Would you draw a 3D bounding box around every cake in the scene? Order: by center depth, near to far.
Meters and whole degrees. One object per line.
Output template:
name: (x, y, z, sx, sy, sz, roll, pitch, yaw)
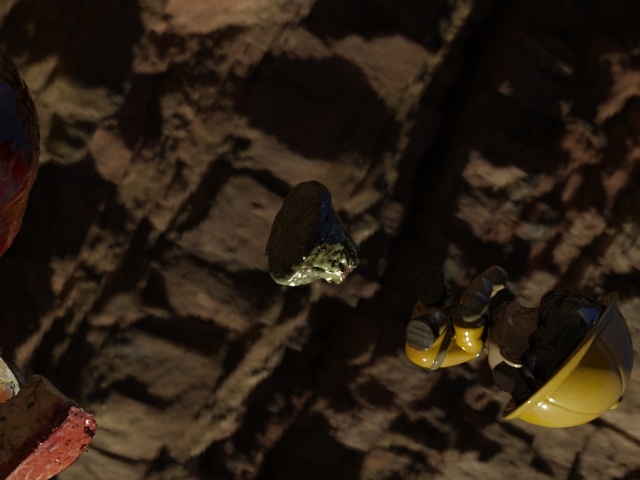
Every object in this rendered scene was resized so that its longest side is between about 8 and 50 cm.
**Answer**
cake: (-0.351, 0.251, 1.347, 0.220, 0.117, 0.086, -46, -118, -6)

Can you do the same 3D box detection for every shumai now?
shumai: (0.001, 0.000, 1.348, 0.099, 0.087, 0.123, -8, -116, 59)

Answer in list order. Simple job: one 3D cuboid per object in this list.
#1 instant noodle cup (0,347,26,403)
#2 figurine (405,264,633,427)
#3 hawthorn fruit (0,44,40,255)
instant noodle cup: (-0.579, 0.201, 1.632, 0.340, 0.340, 0.266, -59, -150, 9)
figurine: (0.225, 0.121, 1.380, 0.192, 0.257, 0.167, -52, 150, -62)
hawthorn fruit: (-0.419, -0.114, 1.064, 0.369, 0.285, 0.284, 44, -71, 21)
